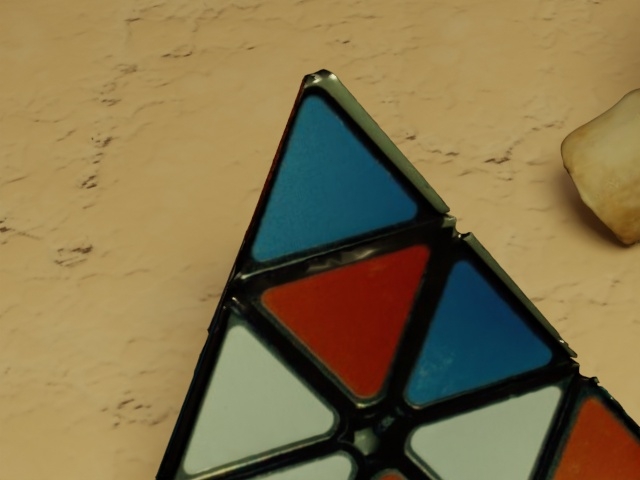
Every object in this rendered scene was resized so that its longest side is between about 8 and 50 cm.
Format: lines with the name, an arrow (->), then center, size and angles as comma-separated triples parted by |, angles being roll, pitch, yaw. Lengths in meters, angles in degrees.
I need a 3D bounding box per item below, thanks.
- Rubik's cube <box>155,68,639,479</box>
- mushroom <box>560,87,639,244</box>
Rubik's cube -> 0.000, 0.000, 0.797 | 0.284, 0.234, 0.250 | -12, 43, -7
mushroom -> 0.245, -0.067, 0.909 | 0.206, 0.209, 0.206 | 21, 32, -14
